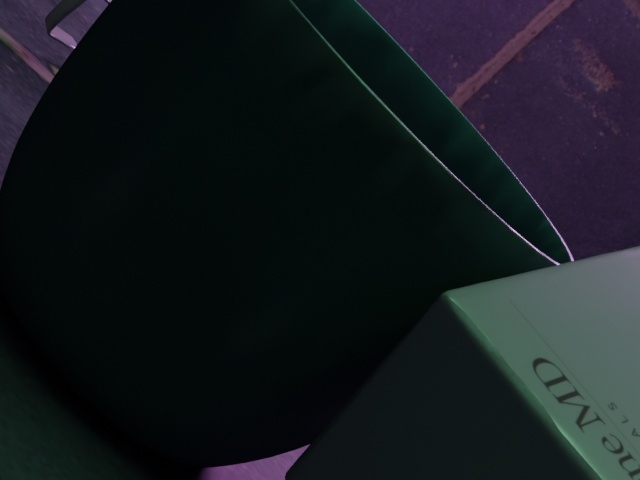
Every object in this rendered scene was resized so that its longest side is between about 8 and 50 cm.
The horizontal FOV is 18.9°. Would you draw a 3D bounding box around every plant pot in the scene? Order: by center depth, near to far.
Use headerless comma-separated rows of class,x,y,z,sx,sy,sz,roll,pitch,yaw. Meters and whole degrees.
plant pot,-0.042,-0.015,1.081,0.293,0.235,0.293,45,11,-12

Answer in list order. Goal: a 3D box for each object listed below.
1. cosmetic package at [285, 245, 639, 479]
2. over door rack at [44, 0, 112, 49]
cosmetic package,0.224,0.128,1.075,0.453,0.161,0.230,-12,57,-49
over door rack,-0.028,-0.082,1.435,0.324,0.108,0.239,19,30,-28
